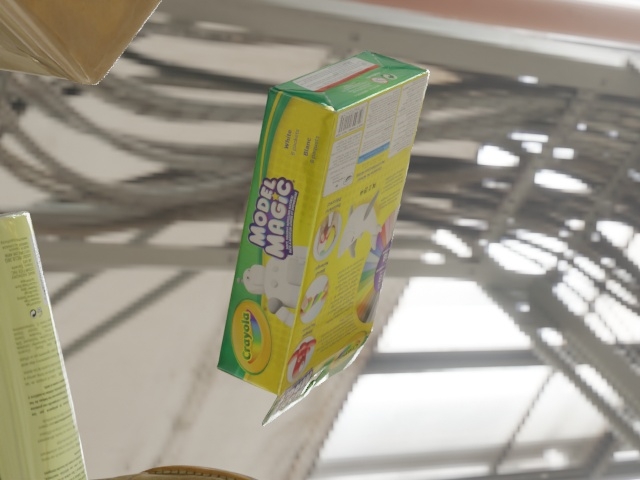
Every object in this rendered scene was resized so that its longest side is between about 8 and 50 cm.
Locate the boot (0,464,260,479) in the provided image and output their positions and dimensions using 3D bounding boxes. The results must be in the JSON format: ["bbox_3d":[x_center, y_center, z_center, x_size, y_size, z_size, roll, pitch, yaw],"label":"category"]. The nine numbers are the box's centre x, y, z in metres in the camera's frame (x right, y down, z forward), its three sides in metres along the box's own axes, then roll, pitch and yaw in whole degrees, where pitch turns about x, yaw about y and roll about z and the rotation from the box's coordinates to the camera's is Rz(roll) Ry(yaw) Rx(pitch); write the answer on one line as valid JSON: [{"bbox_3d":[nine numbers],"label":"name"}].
[{"bbox_3d":[-0.167,0.210,1.185,0.305,0.115,0.112,-3,-100,21],"label":"boot"}]

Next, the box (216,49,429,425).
[{"bbox_3d":[0.000,0.000,0.873,0.043,0.105,0.179,21,-65,24],"label":"box"}]

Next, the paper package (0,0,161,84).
[{"bbox_3d":[-0.174,-0.301,0.974,0.168,0.309,0.325,13,-117,46],"label":"paper package"}]

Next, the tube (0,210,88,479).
[{"bbox_3d":[-0.184,0.103,1.065,0.062,0.070,0.240,-8,-82,58],"label":"tube"}]
